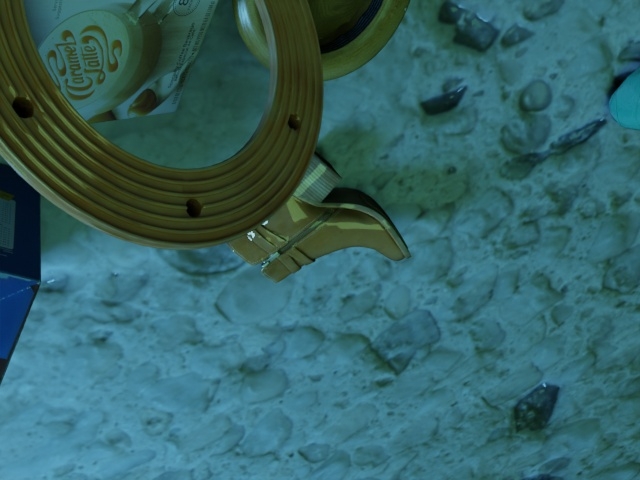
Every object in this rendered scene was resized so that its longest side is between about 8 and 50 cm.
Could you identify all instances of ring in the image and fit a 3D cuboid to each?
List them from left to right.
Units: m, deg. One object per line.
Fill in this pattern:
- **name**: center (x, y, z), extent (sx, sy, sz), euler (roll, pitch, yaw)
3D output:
- **ring**: center (-0.124, -0.158, 0.584), extent (0.032, 0.337, 0.336), euler (-13, 140, 42)

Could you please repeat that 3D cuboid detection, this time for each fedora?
- **fedora**: center (-0.004, -0.254, 0.755), extent (0.194, 0.079, 0.194), euler (-10, 119, -19)

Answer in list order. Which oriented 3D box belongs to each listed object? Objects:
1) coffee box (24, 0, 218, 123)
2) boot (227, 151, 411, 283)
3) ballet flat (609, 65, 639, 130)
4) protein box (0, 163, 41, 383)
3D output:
- **coffee box**: center (-0.220, -0.171, 0.632), extent (0.246, 0.098, 0.141), euler (-20, 149, -46)
- **boot**: center (0.000, 0.000, 0.925), extent (0.197, 0.073, 0.152), euler (39, 101, -22)
- **ballet flat**: center (0.457, -0.230, 0.934), extent (0.083, 0.087, 0.247), euler (27, 109, -31)
- **protein box**: center (-0.375, 0.011, 0.710), extent (0.199, 0.201, 0.136), euler (17, 114, -28)
